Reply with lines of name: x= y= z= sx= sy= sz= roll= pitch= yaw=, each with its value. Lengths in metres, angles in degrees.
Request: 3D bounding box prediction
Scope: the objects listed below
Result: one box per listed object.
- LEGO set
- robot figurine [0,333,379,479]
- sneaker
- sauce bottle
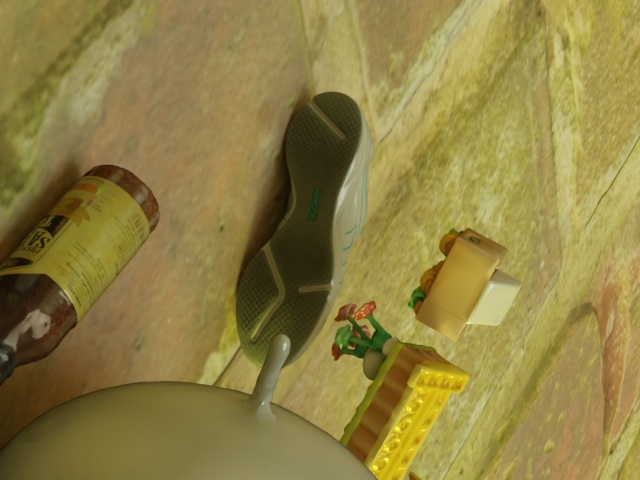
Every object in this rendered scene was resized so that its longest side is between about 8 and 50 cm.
LEGO set: x=0.014 y=0.108 z=0.896 sx=0.132 sy=0.107 sz=0.287 roll=-27 pitch=138 yaw=-33
robot figurine: x=-0.078 y=0.210 z=0.699 sx=0.300 sy=0.200 sz=0.353 roll=163 pitch=-52 yaw=-74
sneaker: x=0.000 y=0.000 z=0.910 sx=0.061 sy=0.054 sz=0.152 roll=36 pitch=71 yaw=-66
sauce bottle: x=-0.115 y=0.021 z=0.700 sx=0.128 sy=0.042 sz=0.042 roll=-54 pitch=147 yaw=-38
